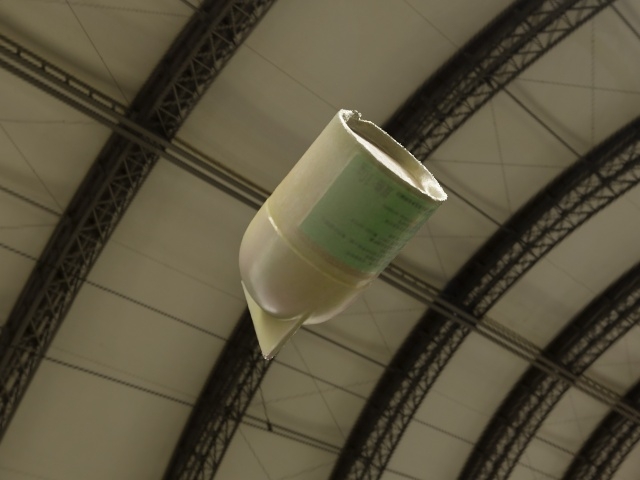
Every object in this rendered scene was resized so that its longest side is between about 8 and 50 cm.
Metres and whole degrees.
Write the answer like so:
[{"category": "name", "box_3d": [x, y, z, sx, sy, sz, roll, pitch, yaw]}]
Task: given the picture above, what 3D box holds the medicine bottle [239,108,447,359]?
[{"category": "medicine bottle", "box_3d": [0.000, 0.000, 1.259, 0.235, 0.236, 0.406, 27, -66, -32]}]
